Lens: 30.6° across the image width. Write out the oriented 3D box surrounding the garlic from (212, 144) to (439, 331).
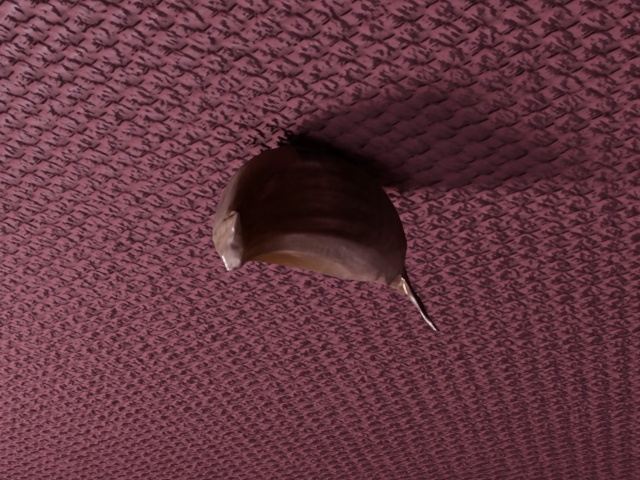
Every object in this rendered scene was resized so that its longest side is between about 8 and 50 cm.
[{"bbox_3d":[0.008,-0.003,0.952,0.198,0.128,0.090,23,133,-25],"label":"garlic"}]
